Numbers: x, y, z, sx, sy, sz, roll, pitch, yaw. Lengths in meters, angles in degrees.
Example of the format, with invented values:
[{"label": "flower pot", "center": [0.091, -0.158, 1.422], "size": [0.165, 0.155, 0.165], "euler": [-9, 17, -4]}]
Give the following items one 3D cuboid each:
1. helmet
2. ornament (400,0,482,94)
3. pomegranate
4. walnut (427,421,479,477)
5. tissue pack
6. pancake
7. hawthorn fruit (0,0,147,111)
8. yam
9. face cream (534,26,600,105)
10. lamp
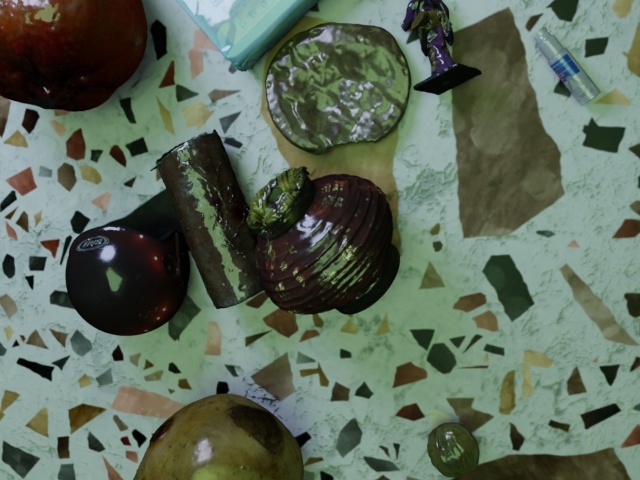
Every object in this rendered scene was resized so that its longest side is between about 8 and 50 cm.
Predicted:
[{"label": "helmet", "center": [-0.329, 0.066, 1.034], "size": [0.189, 0.193, 0.216], "euler": [-12, 137, 14]}, {"label": "ornament", "center": [0.162, -0.327, 0.936], "size": [0.081, 0.088, 0.203], "euler": [-29, 77, 37]}, {"label": "pomegranate", "center": [-0.166, 0.387, 0.984], "size": [0.281, 0.281, 0.281], "euler": [1, 97, 11]}, {"label": "walnut", "center": [0.220, 0.347, 1.001], "size": [0.092, 0.092, 0.092], "euler": [1, 97, 11]}, {"label": "tissue pack", "center": [-0.088, -0.421, 0.963], "size": [0.263, 0.089, 0.177], "euler": [-41, 89, 11]}, {"label": "pancake", "center": [0.028, -0.247, 0.983], "size": [0.236, 0.042, 0.222], "euler": [-30, 86, 11]}, {"label": "hawthorn fruit", "center": [-0.412, -0.355, 0.954], "size": [0.295, 0.295, 0.311], "euler": [19, 77, 9]}, {"label": "yam", "center": [-0.177, -0.032, 1.013], "size": [0.131, 0.131, 0.280], "euler": [-20, 93, 13]}, {"label": "face cream", "center": [0.370, -0.265, 0.913], "size": [0.034, 0.034, 0.130], "euler": [-37, 89, 14]}, {"label": "lamp", "center": [0.000, 0.000, 0.925], "size": [0.247, 0.247, 0.247], "euler": [1, 97, 11]}]
